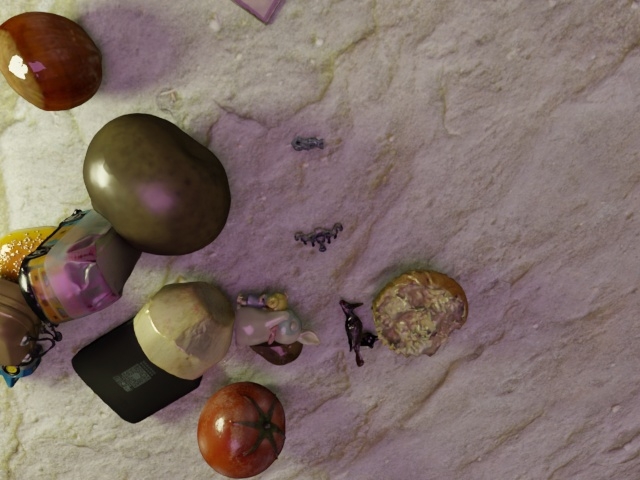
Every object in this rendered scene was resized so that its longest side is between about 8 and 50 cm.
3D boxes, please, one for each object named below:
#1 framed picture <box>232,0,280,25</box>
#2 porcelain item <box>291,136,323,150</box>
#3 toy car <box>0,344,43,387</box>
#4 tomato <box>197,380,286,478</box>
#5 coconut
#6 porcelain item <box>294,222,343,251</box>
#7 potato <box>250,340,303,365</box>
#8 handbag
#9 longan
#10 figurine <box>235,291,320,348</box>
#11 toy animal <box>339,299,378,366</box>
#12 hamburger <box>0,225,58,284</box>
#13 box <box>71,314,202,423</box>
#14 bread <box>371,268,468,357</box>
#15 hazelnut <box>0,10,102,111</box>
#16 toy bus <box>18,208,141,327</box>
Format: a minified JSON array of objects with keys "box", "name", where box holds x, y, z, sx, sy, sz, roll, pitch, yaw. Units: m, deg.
[{"box":[-0.133,-0.632,1.081,0.173,0.010,0.231,33,107,-15],"name":"framed picture"},{"box":[-0.033,-0.245,1.234,0.083,0.028,0.036,1,95,-2],"name":"porcelain item"},{"box":[-0.898,0.357,1.387,0.191,0.097,0.100,0,117,-3],"name":"toy car"},{"box":[-0.235,0.554,1.424,0.265,0.265,0.265,-1,112,-3],"name":"tomato"},{"box":[-0.365,0.243,1.302,0.259,0.259,0.259,-1,112,-3],"name":"coconut"},{"box":[0.000,0.000,1.338,0.136,0.021,0.075,-13,116,2],"name":"porcelain item"},{"box":[-0.135,0.331,1.425,0.172,0.089,0.100,-5,114,-3],"name":"potato"},{"box":[-0.818,0.218,1.252,0.283,0.149,0.302,21,141,-17],"name":"handbag"},{"box":[-0.372,-0.126,1.127,0.288,0.288,0.350,-37,111,11],"name":"longan"},{"box":[-0.119,0.226,1.367,0.236,0.127,0.155,2,76,-9],"name":"figurine"},{"box":[0.104,0.260,1.424,0.105,0.070,0.202,-33,107,-37],"name":"toy animal"},{"box":[-0.728,0.048,1.263,0.210,0.116,0.173,-6,110,-3],"name":"hamburger"},{"box":[-0.536,0.379,1.430,0.289,0.073,0.290,-32,110,9],"name":"box"},{"box":[0.274,0.191,1.363,0.274,0.149,0.274,-3,118,-5],"name":"bread"},{"box":[-0.589,-0.392,1.067,0.214,0.176,0.214,-13,115,-29],"name":"hazelnut"},{"box":[-0.531,0.036,1.129,0.162,0.386,0.171,-18,113,-1],"name":"toy bus"}]
